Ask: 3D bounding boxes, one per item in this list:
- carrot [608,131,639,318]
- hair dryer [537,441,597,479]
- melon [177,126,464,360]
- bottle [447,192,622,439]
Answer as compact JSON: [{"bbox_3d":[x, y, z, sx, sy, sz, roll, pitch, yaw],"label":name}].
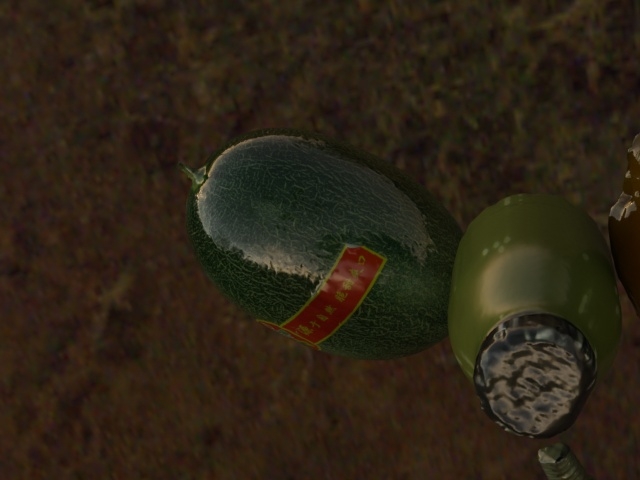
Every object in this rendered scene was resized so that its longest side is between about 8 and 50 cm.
[{"bbox_3d":[0.353,-0.015,1.146,0.242,0.241,0.341,18,16,31],"label":"carrot"},{"bbox_3d":[0.226,0.313,1.077,0.119,0.298,0.296,-25,46,17],"label":"hair dryer"},{"bbox_3d":[0.000,0.000,1.472,0.288,0.182,0.182,28,50,-13],"label":"melon"},{"bbox_3d":[0.137,0.049,1.075,0.112,0.112,0.260,-10,14,9],"label":"bottle"}]
